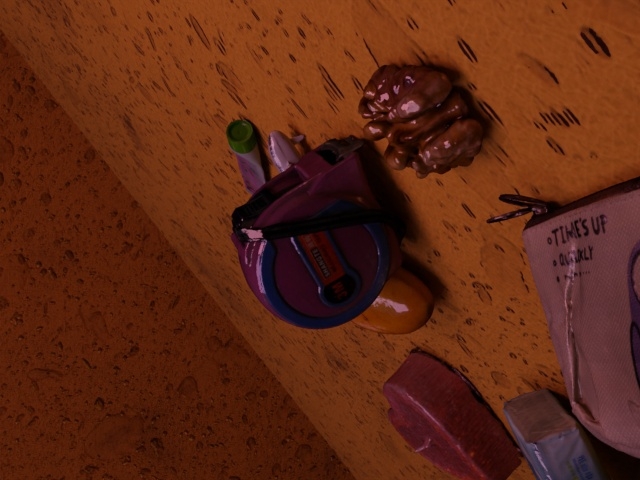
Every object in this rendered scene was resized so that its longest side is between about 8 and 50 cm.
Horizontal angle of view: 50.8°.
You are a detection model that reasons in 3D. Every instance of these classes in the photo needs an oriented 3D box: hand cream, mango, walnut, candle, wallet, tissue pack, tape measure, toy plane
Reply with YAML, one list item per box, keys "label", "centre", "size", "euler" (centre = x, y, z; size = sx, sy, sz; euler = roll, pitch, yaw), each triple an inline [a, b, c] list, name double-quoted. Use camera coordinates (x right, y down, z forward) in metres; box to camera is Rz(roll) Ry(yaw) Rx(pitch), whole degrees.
- label: "hand cream"
  centre: [-0.135, -0.138, 1.314]
  size: [0.275, 0.050, 0.079]
  euler: [81, 169, -67]
- label: "mango"
  centre: [0.102, 0.091, 1.115]
  size: [0.219, 0.112, 0.144]
  euler: [13, 137, 53]
- label: "walnut"
  centre: [0.101, -0.129, 0.755]
  size: [0.143, 0.069, 0.170]
  euler: [51, 164, -11]
- label: "candle"
  centre: [0.250, 0.380, 1.336]
  size: [0.287, 0.131, 0.317]
  euler: [36, 159, 26]
- label: "wallet"
  centre: [0.282, 0.061, 0.584]
  size: [0.335, 0.068, 0.274]
  euler: [154, 103, -70]
- label: "tissue pack"
  centre: [0.363, 0.355, 0.953]
  size: [0.263, 0.089, 0.177]
  euler: [62, -174, -3]
- label: "tape measure"
  centre: [0.000, 0.000, 0.979]
  size: [0.231, 0.245, 0.149]
  euler: [62, 173, -30]
- label: "toy plane"
  centre: [-0.034, -0.103, 1.091]
  size: [0.162, 0.066, 0.171]
  euler: [-108, -2, -66]

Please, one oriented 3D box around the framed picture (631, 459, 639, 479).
- label: "framed picture"
  centre: [0.440, 0.436, 0.841]
  size: [0.192, 0.265, 0.018]
  euler: [49, 132, -2]
